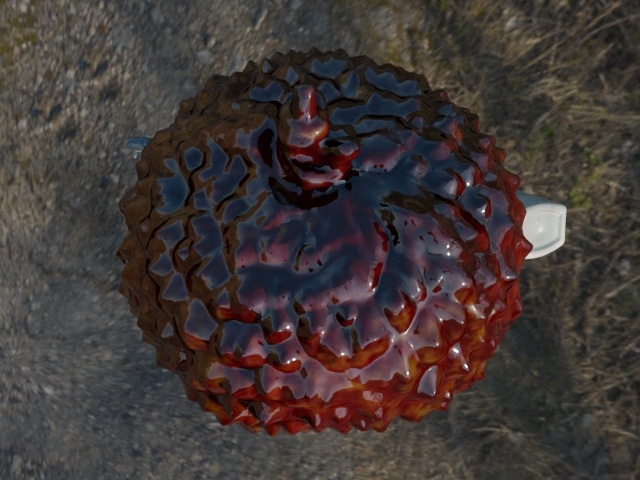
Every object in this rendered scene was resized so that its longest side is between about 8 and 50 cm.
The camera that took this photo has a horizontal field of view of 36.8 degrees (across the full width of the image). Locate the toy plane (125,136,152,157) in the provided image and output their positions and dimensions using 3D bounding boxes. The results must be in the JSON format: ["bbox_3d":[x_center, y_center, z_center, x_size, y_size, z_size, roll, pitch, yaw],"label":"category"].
[{"bbox_3d":[-0.232,-0.131,1.356,0.083,0.078,0.031,1,91,-5],"label":"toy plane"}]

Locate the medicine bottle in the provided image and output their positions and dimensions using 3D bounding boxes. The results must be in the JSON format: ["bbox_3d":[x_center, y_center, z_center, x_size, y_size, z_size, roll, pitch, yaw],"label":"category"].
[{"bbox_3d":[0.314,-0.051,1.812,0.161,0.296,0.111,-10,110,-27],"label":"medicine bottle"}]

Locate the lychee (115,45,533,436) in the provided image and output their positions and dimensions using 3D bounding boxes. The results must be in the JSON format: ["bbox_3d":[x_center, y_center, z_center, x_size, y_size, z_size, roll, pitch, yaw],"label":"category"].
[{"bbox_3d":[0.000,0.000,0.983,0.424,0.500,0.425,-5,63,9],"label":"lychee"}]
